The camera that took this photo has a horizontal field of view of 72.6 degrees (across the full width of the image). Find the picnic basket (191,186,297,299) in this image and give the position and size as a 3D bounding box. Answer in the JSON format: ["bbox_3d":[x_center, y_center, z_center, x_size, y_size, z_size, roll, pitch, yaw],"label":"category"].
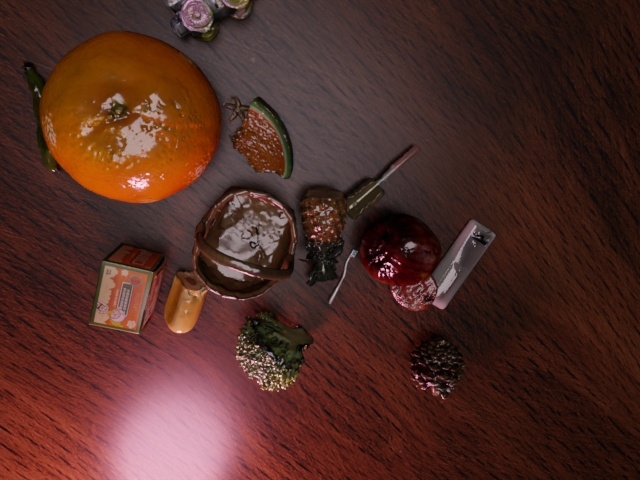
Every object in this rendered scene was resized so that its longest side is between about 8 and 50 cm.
[{"bbox_3d":[-0.209,0.025,1.211,0.293,0.337,0.336,20,101,-13],"label":"picnic basket"}]

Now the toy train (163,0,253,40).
[{"bbox_3d":[-0.288,-0.638,1.120,0.261,0.134,0.177,-32,106,0],"label":"toy train"}]

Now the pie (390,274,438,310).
[{"bbox_3d":[0.312,0.160,1.444,0.154,0.038,0.153,1,93,14],"label":"pie"}]

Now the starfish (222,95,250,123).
[{"bbox_3d":[-0.235,-0.371,1.253,0.078,0.028,0.091,-21,109,-1],"label":"starfish"}]

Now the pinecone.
[{"bbox_3d":[0.390,0.434,1.482,0.184,0.179,0.204,25,118,8],"label":"pinecone"}]

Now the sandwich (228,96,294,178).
[{"bbox_3d":[-0.154,-0.282,1.258,0.159,0.079,0.235,-33,113,19],"label":"sandwich"}]

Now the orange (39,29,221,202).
[{"bbox_3d":[-0.464,-0.296,1.084,0.425,0.326,0.423,-3,105,-10],"label":"orange"}]

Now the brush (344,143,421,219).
[{"bbox_3d":[0.191,-0.186,1.341,0.301,0.071,0.084,-41,103,3],"label":"brush"}]

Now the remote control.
[{"bbox_3d":[0.464,0.086,1.458,0.110,0.055,0.312,31,98,-14],"label":"remote control"}]

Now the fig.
[{"bbox_3d":[0.254,0.027,1.336,0.264,0.224,0.223,13,102,-13],"label":"fig"}]

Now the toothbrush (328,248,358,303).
[{"bbox_3d":[0.070,0.119,1.431,0.022,0.017,0.203,26,99,6],"label":"toothbrush"}]

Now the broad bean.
[{"bbox_3d":[-0.748,-0.332,1.181,0.060,0.043,0.297,-2,104,4],"label":"broad bean"}]

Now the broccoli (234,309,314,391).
[{"bbox_3d":[-0.157,0.356,1.368,0.180,0.273,0.242,-47,64,14],"label":"broccoli"}]

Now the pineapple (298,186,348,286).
[{"bbox_3d":[0.000,0.000,1.321,0.170,0.141,0.309,-23,125,-41],"label":"pineapple"}]

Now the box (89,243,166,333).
[{"bbox_3d":[-0.548,0.136,1.260,0.148,0.177,0.194,15,102,-13],"label":"box"}]

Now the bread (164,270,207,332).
[{"bbox_3d":[-0.407,0.187,1.326,0.085,0.134,0.173,10,110,-43],"label":"bread"}]
